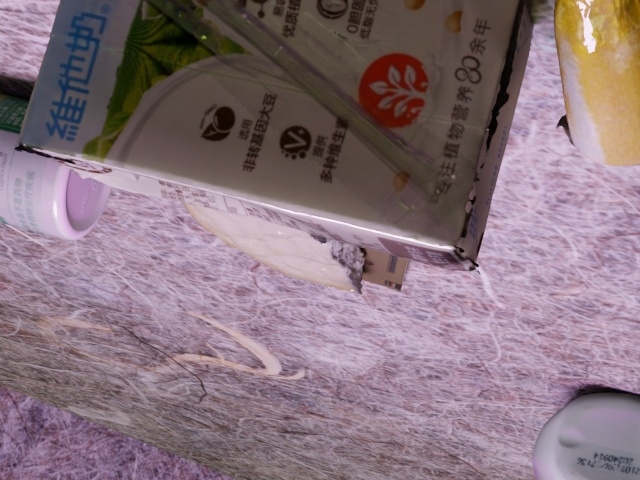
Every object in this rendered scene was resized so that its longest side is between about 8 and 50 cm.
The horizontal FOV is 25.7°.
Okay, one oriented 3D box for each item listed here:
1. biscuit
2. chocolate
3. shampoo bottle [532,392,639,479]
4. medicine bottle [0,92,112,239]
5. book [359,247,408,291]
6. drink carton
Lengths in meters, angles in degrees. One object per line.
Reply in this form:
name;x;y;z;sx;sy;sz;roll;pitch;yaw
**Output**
biscuit;-0.042;-0.008;1.475;0.265;0.040;0.188;32;157;-30
chocolate;0.193;-0.135;0.931;0.086;0.085;0.219;11;155;21
shampoo bottle;0.389;0.318;1.821;0.222;0.151;0.349;8;157;14
medicine bottle;-0.360;-0.093;1.455;0.274;0.133;0.133;14;160;15
book;0.000;0.000;1.537;0.199;0.016;0.138;17;160;5
drink carton;-0.022;-0.108;0.990;0.325;0.194;0.132;14;173;14
